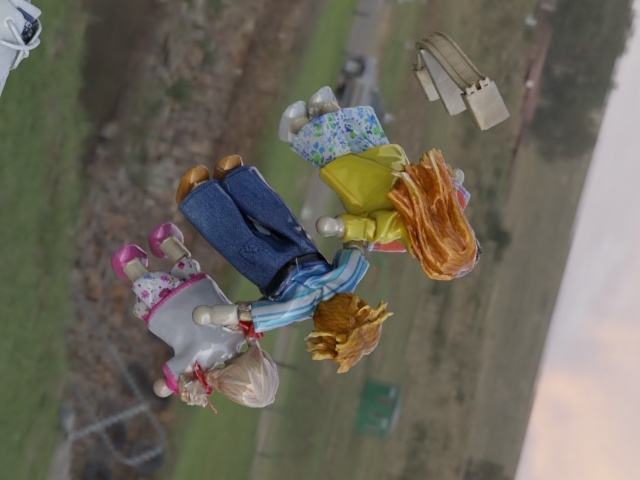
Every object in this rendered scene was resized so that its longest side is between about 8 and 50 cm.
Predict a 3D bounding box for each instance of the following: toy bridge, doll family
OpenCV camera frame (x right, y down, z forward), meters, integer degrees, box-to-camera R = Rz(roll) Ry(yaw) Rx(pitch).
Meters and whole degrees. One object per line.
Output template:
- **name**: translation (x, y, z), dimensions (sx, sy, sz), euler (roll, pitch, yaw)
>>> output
- **toy bridge**: translation (0.097, -0.129, 1.138), dimensions (0.063, 0.026, 0.188), euler (62, -2, -16)
- **doll family**: translation (0.000, 0.000, 0.922), dimensions (0.263, 0.163, 0.118), euler (-32, 153, -23)

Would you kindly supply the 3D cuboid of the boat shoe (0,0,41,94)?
- **boat shoe**: translation (-0.200, -0.139, 0.897), dimensions (0.066, 0.063, 0.184), euler (43, 52, -69)
